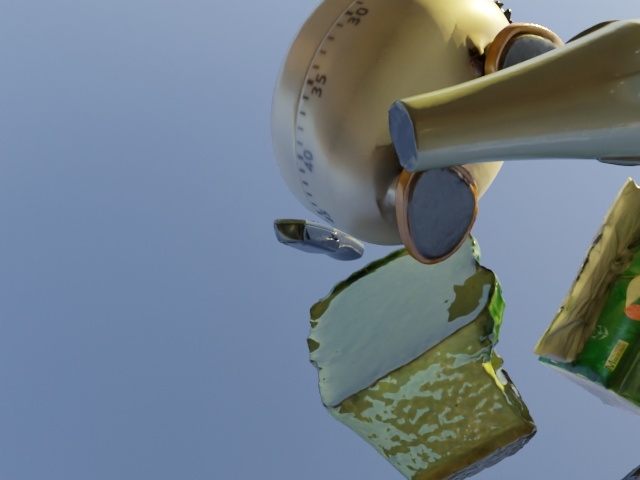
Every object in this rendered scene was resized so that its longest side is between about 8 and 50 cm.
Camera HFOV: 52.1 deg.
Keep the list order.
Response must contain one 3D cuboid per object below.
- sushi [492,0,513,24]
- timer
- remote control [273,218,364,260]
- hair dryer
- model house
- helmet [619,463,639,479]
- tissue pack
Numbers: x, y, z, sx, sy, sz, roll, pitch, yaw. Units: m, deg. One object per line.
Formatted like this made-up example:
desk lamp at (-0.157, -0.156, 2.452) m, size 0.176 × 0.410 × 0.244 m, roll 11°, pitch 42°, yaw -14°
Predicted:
sushi at (0.206, -0.317, 1.135) m, size 0.225 × 0.239 × 0.219 m, roll 14°, pitch -161°, yaw -15°
timer at (0.058, -0.117, 0.580) m, size 0.233 × 0.233 × 0.240 m, roll -39°, pitch -136°, yaw -18°
remote control at (0.000, 0.000, 1.017) m, size 0.072 × 0.222 × 0.042 m, roll 2°, pitch -100°, yaw 28°
hair dryer at (0.146, -0.089, 0.327) m, size 0.229 × 0.267 × 0.092 m, roll -15°, pitch -96°, yaw 7°
model house at (0.115, 0.124, 0.650) m, size 0.195 × 0.189 × 0.214 m, roll -33°, pitch -160°, yaw 6°
helmet at (0.458, 0.431, 0.835) m, size 0.230 × 0.279 × 0.160 m, roll 24°, pitch -160°, yaw 27°
tissue pack at (0.323, 0.060, 0.669) m, size 0.156 × 0.148 × 0.209 m, roll 32°, pitch -93°, yaw -4°
